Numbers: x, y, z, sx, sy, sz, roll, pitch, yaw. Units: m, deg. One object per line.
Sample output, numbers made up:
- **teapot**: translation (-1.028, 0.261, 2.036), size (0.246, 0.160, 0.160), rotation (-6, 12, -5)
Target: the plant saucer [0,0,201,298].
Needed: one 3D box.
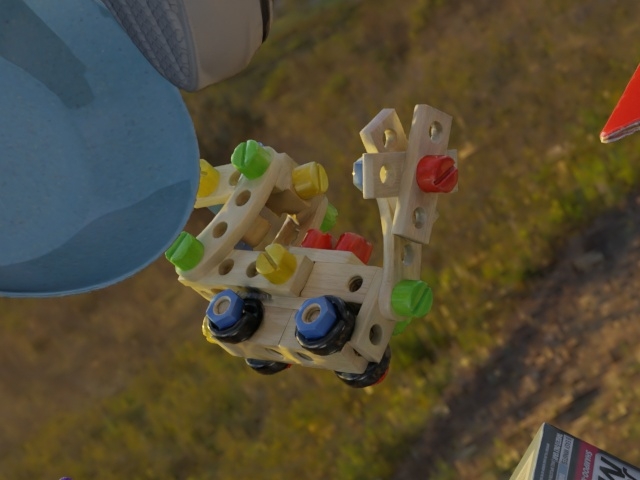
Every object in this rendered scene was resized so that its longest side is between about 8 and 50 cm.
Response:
- **plant saucer**: translation (-0.144, -0.046, 0.677), size (0.037, 0.195, 0.195), rotation (-54, 4, 41)

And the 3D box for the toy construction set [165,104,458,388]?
- **toy construction set**: translation (0.000, 0.000, 1.369), size (0.327, 0.151, 0.215), rotation (-9, 52, 55)

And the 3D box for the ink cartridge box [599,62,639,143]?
- **ink cartridge box**: translation (0.244, -0.085, 0.698), size (0.231, 0.078, 0.134), rotation (-19, 27, 46)

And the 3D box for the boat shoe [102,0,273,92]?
- **boat shoe**: translation (-0.053, -0.207, 0.549), size (0.119, 0.335, 0.121), rotation (-31, 40, -21)

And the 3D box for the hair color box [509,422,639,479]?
- **hair color box**: translation (0.393, 0.374, 1.929), size (0.114, 0.374, 0.185), rotation (-64, -1, 27)

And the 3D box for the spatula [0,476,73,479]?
- **spatula**: translation (-0.286, 0.199, 1.417), size (0.030, 0.296, 0.084), rotation (-53, 10, 31)
